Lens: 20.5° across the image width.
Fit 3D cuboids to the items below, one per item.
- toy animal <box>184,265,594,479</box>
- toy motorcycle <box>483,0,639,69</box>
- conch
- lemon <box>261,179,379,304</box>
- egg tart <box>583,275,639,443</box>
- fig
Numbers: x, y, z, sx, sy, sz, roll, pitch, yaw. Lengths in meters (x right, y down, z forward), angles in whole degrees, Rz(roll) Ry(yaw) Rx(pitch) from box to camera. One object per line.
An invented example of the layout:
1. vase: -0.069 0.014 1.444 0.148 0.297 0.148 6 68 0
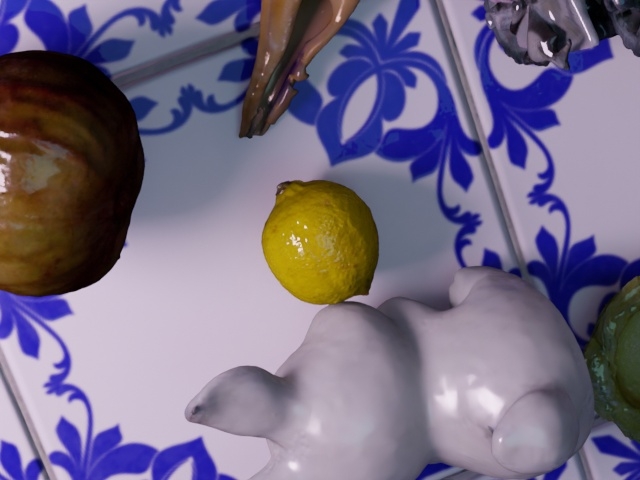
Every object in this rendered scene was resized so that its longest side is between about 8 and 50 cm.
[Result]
1. toy animal: 0.060 0.164 1.617 0.367 0.241 0.196 -12 108 -8
2. toy motorcycle: 0.211 -0.245 1.505 0.143 0.327 0.188 -20 100 -17
3. conch: -0.020 -0.242 1.584 0.109 0.093 0.330 1 126 -30
4. lemon: 0.000 0.000 1.632 0.109 0.109 0.133 -35 102 -1
5. egg tart: 0.343 0.107 1.750 0.197 0.078 0.197 -4 105 -14
6. fig: -0.318 -0.069 1.514 0.321 0.217 0.217 9 103 5
